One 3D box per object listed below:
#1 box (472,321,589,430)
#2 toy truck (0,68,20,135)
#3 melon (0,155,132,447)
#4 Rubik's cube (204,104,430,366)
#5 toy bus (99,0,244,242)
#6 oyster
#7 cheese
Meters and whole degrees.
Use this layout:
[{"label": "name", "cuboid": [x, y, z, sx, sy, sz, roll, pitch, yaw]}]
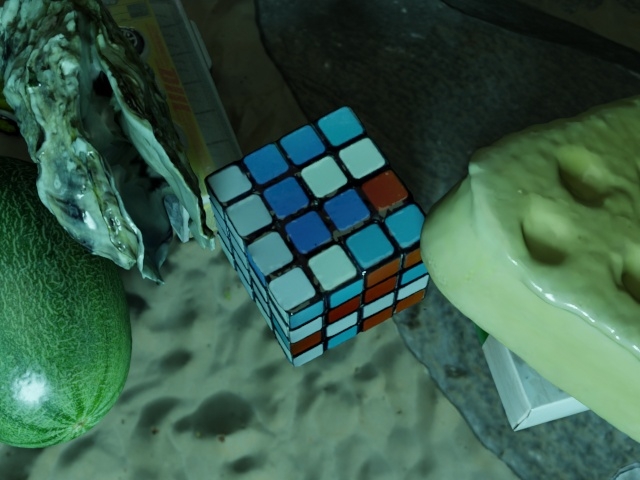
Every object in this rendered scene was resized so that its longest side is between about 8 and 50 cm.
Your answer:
[{"label": "box", "cuboid": [0.213, 0.060, 0.868, 0.135, 0.081, 0.199, -15, 68, -8]}, {"label": "toy truck", "cuboid": [-0.344, -0.163, 0.968, 0.111, 0.077, 0.076, 14, 65, 6]}, {"label": "melon", "cuboid": [-0.268, 0.041, 0.817, 0.182, 0.182, 0.288, -20, 66, -9]}, {"label": "Rubik's cube", "cuboid": [0.000, 0.000, 0.853, 0.151, 0.155, 0.154, -28, 68, -10]}, {"label": "toy bus", "cuboid": [-0.152, -0.134, 0.952, 0.106, 0.092, 0.268, -16, 66, -17]}, {"label": "oyster", "cuboid": [-0.195, -0.104, 0.801, 0.158, 0.162, 0.351, -24, 57, -32]}, {"label": "cheese", "cuboid": [0.252, 0.017, 0.772, 0.384, 0.104, 0.384, 13, 56, -20]}]
